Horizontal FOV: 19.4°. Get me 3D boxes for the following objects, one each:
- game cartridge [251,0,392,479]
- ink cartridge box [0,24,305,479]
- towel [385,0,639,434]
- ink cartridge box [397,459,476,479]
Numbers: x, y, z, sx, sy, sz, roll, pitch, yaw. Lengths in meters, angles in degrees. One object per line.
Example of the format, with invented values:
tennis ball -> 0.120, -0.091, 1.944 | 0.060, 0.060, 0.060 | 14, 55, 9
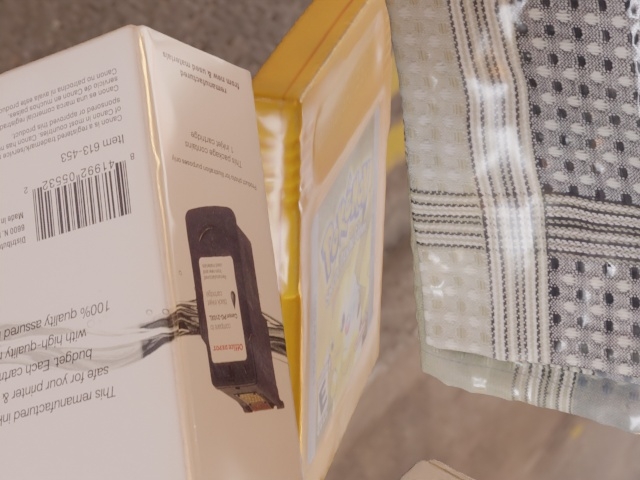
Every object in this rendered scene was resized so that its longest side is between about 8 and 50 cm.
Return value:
game cartridge -> 0.000, 0.000, 1.293 | 0.285, 0.053, 0.323 | -61, 158, -61
ink cartridge box -> -0.112, 0.044, 0.867 | 0.172, 0.237, 0.100 | -16, 163, 28
towel -> 0.177, -0.020, 1.045 | 0.056, 0.312, 0.324 | -46, 137, -47
ink cartridge box -> 0.032, 0.164, 0.677 | 0.150, 0.109, 0.063 | -40, 132, -25
